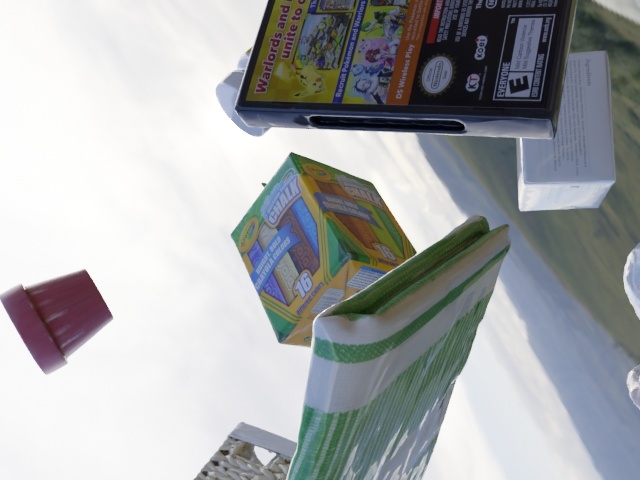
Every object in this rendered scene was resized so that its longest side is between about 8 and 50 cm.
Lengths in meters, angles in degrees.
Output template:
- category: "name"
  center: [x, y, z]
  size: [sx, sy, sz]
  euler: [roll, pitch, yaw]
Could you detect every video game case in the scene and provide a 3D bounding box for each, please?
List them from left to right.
- category: "video game case"
  center: [0.080, -0.211, 0.645]
  size: [0.035, 0.248, 0.274]
  euler: [50, -130, -59]

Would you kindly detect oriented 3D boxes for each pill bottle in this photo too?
- category: "pill bottle"
  center: [-0.050, -0.256, 1.197]
  size: [0.119, 0.208, 0.119]
  euler: [37, 157, 18]

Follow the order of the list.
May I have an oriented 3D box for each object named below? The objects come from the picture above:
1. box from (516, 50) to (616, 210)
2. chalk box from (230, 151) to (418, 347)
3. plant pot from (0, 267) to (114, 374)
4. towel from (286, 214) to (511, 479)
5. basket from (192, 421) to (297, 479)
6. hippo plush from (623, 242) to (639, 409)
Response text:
- category: "box"
  center: [0.339, -0.146, 1.128]
  size: [0.181, 0.119, 0.181]
  euler: [37, -129, -74]
- category: "chalk box"
  center: [0.000, 0.000, 1.201]
  size: [0.180, 0.179, 0.289]
  euler: [14, -145, -41]
- category: "plant pot"
  center: [-0.551, 0.158, 1.706]
  size: [0.201, 0.180, 0.201]
  euler: [51, 160, 27]
- category: "towel"
  center: [0.025, 0.155, 0.515]
  size: [0.038, 0.324, 0.248]
  euler: [24, -156, 21]
- category: "basket"
  center: [-0.060, 0.302, 0.873]
  size: [0.103, 0.113, 0.167]
  euler: [-40, -56, -37]
- category: "hippo plush"
  center: [0.409, 0.103, 0.767]
  size: [0.236, 0.294, 0.234]
  euler: [51, -121, -31]
